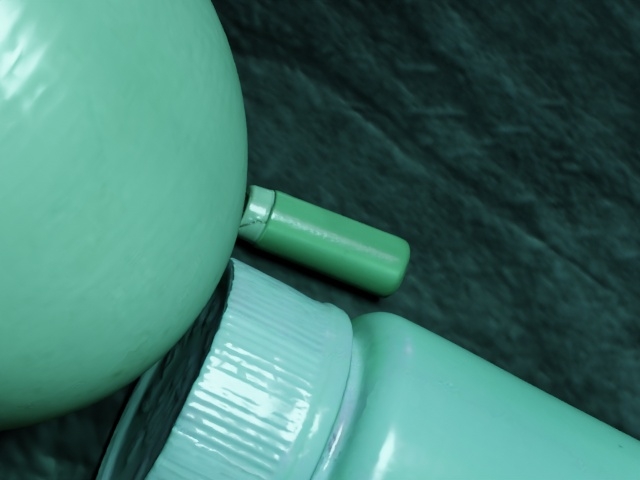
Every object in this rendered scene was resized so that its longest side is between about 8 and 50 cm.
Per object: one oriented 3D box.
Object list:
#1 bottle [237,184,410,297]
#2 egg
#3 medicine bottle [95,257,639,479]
[{"bbox_3d":[0.000,0.000,0.676,0.083,0.030,0.030,21,54,-16],"label":"bottle"},{"bbox_3d":[-0.190,-0.085,0.492,0.371,0.230,0.230,38,51,2],"label":"egg"},{"bbox_3d":[0.035,0.109,0.560,0.225,0.139,0.139,28,52,-13],"label":"medicine bottle"}]
